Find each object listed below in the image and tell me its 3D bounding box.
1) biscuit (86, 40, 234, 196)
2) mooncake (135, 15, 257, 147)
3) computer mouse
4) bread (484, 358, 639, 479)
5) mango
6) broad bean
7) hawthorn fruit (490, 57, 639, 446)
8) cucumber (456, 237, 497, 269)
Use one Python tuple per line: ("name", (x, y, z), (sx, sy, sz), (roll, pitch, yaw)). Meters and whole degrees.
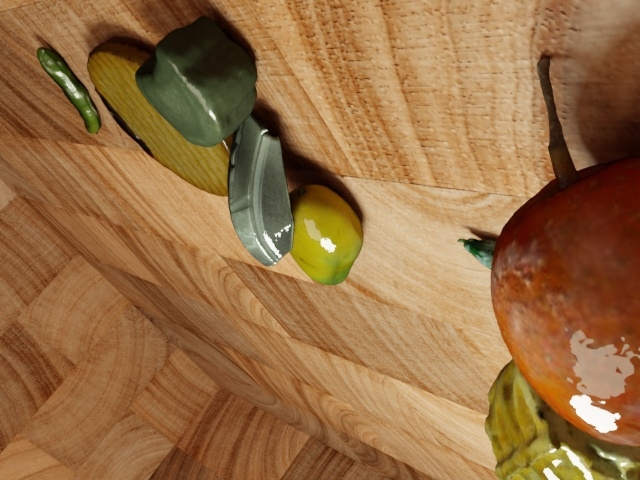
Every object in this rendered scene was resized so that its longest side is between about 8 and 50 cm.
("biscuit", (-0.243, -0.190, 1.110), (0.318, 0.040, 0.318), (32, 159, 14))
("mooncake", (-0.160, -0.204, 0.870), (0.175, 0.104, 0.168), (24, 158, 35))
("computer mouse", (-0.096, -0.070, 0.965), (0.126, 0.071, 0.231), (-149, 49, -62))
("bread", (0.325, 0.228, 0.868), (0.239, 0.196, 0.252), (27, 153, 21))
("mango", (-0.005, -0.005, 1.047), (0.137, 0.091, 0.237), (42, 158, 9))
("broad bean", (-0.458, -0.268, 1.285), (0.069, 0.039, 0.226), (34, 159, 24))
("hawthorn fruit", (0.245, 0.044, 0.563), (0.263, 0.235, 0.231), (25, 153, 26))
("cucumber", (0.233, 0.032, 0.827), (0.155, 0.037, 0.037), (29, 157, 20))
